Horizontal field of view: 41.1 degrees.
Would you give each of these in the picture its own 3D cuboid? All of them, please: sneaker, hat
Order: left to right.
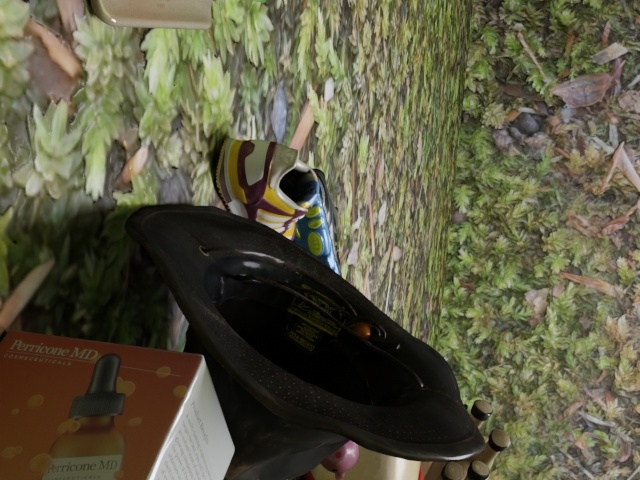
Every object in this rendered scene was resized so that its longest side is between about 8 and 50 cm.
[{"bbox_3d":[-0.037,0.099,0.641,0.134,0.331,0.331,-55,168,11],"label":"hat"},{"bbox_3d":[-0.038,-0.034,0.836,0.185,0.083,0.070,60,38,-63],"label":"sneaker"},{"bbox_3d":[0.000,0.000,1.012,0.078,0.067,0.188,-55,144,-49],"label":"sneaker"}]

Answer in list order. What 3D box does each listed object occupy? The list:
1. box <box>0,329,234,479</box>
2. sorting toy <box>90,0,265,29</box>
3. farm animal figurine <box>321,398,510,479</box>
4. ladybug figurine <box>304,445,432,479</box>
[{"bbox_3d":[-0.139,0.144,0.453,0.171,0.130,0.091,-69,157,-45],"label":"box"},{"bbox_3d":[-0.070,-0.236,0.602,0.196,0.047,0.347,-61,171,19],"label":"sorting toy"},{"bbox_3d":[0.009,0.269,0.726,0.327,0.330,0.172,-97,-159,-49],"label":"farm animal figurine"},{"bbox_3d":[0.074,0.377,1.224,0.305,0.161,0.450,-62,152,-54],"label":"ladybug figurine"}]
